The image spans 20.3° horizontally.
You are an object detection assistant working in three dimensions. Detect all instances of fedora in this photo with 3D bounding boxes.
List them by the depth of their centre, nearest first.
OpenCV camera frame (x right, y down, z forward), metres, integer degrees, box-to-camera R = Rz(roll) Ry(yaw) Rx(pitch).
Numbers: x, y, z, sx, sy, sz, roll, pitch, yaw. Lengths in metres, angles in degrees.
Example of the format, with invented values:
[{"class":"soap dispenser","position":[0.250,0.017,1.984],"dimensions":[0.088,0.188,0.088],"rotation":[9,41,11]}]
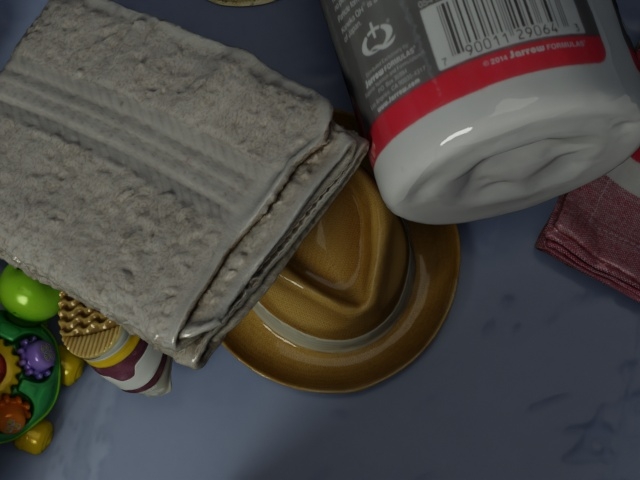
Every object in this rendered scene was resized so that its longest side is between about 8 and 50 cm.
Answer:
[{"class":"fedora","position":[0.000,0.000,1.146],"dimensions":[0.194,0.079,0.194],"rotation":[0,79,1]}]

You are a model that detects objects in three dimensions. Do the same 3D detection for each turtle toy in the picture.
[{"class":"turtle toy","position":[-0.202,0.072,1.141],"dimensions":[0.095,0.066,0.130],"rotation":[23,80,5]}]

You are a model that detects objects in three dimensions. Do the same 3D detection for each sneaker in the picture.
[{"class":"sneaker","position":[-0.122,0.013,1.158],"dimensions":[0.069,0.084,0.185],"rotation":[-14,52,25]}]

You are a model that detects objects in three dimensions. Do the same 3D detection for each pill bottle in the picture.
[{"class":"pill bottle","position":[0.079,-0.185,1.126],"dimensions":[0.176,0.176,0.318],"rotation":[-16,72,-2]}]

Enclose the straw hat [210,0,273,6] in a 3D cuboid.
[{"class":"straw hat","position":[-0.047,-0.233,1.203],"dimensions":[0.144,0.061,0.144],"rotation":[0,79,2]}]

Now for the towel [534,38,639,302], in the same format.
[{"class":"towel","position":[0.317,-0.085,1.181],"dimensions":[0.237,0.037,0.329],"rotation":[27,80,5]}]

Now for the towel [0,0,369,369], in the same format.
[{"class":"towel","position":[-0.122,-0.048,1.109],"dimensions":[0.282,0.049,0.187],"rotation":[25,70,34]}]
